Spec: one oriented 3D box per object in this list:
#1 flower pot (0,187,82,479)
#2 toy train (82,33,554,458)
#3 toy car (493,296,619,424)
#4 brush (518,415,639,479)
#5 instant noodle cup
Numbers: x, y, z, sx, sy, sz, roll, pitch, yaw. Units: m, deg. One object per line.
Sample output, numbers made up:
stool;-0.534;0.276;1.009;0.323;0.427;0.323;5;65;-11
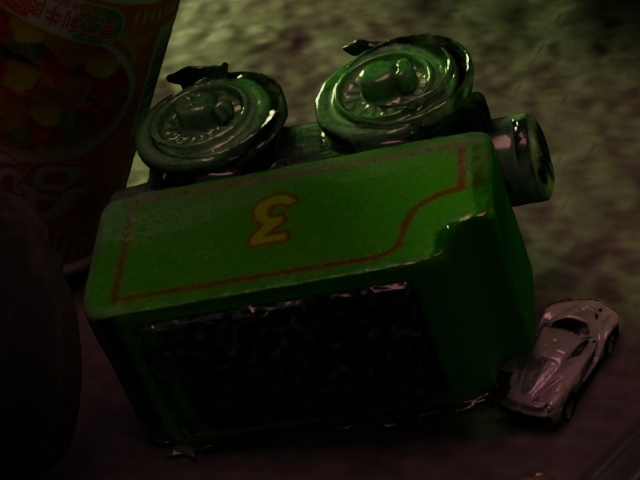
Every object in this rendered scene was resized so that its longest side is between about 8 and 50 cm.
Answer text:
flower pot;-0.208;0.055;0.898;0.148;0.235;0.235;-7;35;-30
toy train;0.000;0.000;0.953;0.243;0.132;0.188;-11;42;12
toy car;0.122;0.058;0.944;0.041;0.025;0.093;16;46;26
brush;0.174;0.080;0.905;0.062;0.027;0.266;28;52;34
instant noodle cup;-0.157;-0.099;1.021;0.168;0.185;0.168;18;36;-14
